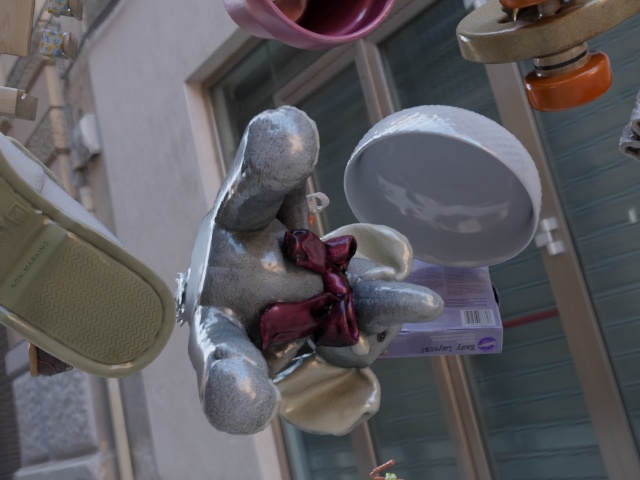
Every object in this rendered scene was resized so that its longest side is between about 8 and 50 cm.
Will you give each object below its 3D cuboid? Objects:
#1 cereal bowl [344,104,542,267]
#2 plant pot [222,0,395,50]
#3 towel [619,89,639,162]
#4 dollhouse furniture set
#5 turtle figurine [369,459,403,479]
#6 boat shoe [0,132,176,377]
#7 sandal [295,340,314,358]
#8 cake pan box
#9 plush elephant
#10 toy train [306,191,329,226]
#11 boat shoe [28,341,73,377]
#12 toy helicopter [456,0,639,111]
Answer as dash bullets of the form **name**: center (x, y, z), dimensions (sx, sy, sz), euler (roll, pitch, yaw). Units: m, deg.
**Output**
- **cereal bowl**: center (0.218, -0.106, 1.197), dimensions (0.339, 0.141, 0.339), euler (16, -35, 11)
- **plant pot**: center (-0.032, -0.322, 0.821), dimensions (0.201, 0.201, 0.180), euler (-7, 7, -27)
- **towel**: center (0.407, -0.116, 0.687), dimensions (0.282, 0.187, 0.049), euler (-46, -21, -50)
- **dollhouse furniture set**: center (-0.527, -0.330, 1.139), dimensions (0.212, 0.242, 0.161), euler (8, 5, -10)
- **turtle figurine**: center (0.159, 0.607, 1.523), dimensions (0.217, 0.269, 0.087), euler (18, 17, -31)
- **boat shoe**: center (-0.229, -0.023, 0.435), dimensions (0.113, 0.302, 0.103), euler (-49, 21, -17)
- **sandal**: center (-0.019, 0.096, 1.003), dimensions (0.303, 0.120, 0.086), euler (-31, 11, -3)
- **cake pan box**: center (0.196, 0.109, 1.273), dimensions (0.267, 0.245, 0.070), euler (-5, -55, 6)
- **plush elephant**: center (-0.002, 0.062, 0.710), dimensions (0.256, 0.271, 0.330), euler (11, -14, -19)
- **toy train**: center (0.000, 0.000, 0.928), dimensions (0.125, 0.046, 0.166), euler (-18, -57, 20)
- **boat shoe**: center (-0.429, 0.129, 1.089), dimensions (0.073, 0.073, 0.207), euler (-3, -53, -19)
- **toy helicopter**: center (0.306, -0.285, 0.750), dimensions (0.355, 0.140, 0.235), euler (-29, 25, -7)
